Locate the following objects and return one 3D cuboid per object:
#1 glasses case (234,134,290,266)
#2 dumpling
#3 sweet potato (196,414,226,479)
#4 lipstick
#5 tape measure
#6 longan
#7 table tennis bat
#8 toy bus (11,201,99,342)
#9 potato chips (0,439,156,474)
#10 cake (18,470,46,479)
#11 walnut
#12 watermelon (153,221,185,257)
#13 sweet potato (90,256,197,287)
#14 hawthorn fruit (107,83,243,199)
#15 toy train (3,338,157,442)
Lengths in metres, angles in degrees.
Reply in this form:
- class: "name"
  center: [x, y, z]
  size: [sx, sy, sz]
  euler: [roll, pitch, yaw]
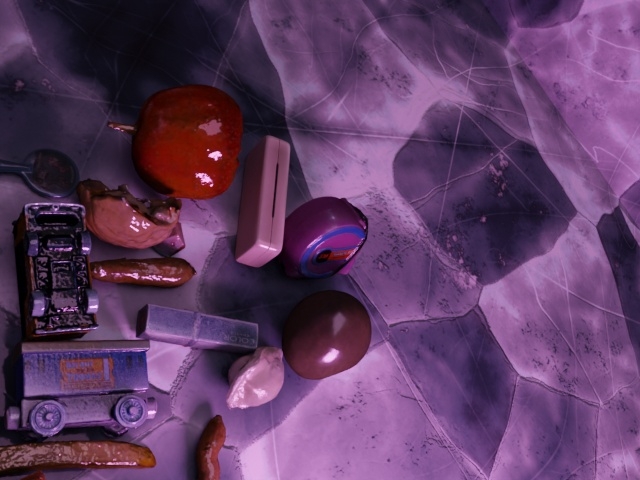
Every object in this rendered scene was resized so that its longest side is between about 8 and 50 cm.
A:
- class: "glasses case"
  center: [-0.152, -0.105, 1.832]
  size: [0.076, 0.144, 0.336]
  euler: [17, 62, -26]
- class: "dumpling"
  center: [-0.152, 0.317, 1.649]
  size: [0.199, 0.118, 0.136]
  euler: [-30, 130, -53]
- class: "sweet potato"
  center: [-0.251, 0.497, 1.550]
  size: [0.065, 0.051, 0.218]
  euler: [22, 58, -28]
- class: "lipstick"
  center: [-0.284, 0.214, 1.639]
  size: [0.290, 0.076, 0.077]
  euler: [15, 61, -28]
- class: "tape measure"
  center: [0.000, 0.000, 1.835]
  size: [0.231, 0.245, 0.149]
  euler: [-3, 46, -38]
- class: "longan"
  center: [0.022, 0.239, 1.749]
  size: [0.246, 0.246, 0.215]
  euler: [9, 31, -31]
- class: "table tennis bat"
  center: [-0.655, -0.159, 1.587]
  size: [0.201, 0.033, 0.124]
  euler: [6, 64, -37]
- class: "toy bus"
  center: [-0.563, 0.070, 1.459]
  size: [0.138, 0.167, 0.275]
  euler: [-1, 73, -35]
- class: "potato chips"
  center: [-0.516, 0.434, 1.385]
  size: [0.407, 0.080, 0.057]
  euler: [7, 55, -32]
- class: "cake"
  center: [-0.612, 0.488, 1.244]
  size: [0.262, 0.158, 0.159]
  euler: [19, 56, -25]
- class: "walnut"
  center: [-0.447, -0.053, 1.578]
  size: [0.238, 0.204, 0.141]
  euler: [14, 97, -6]
- class: "watermelon"
  center: [-0.371, -0.011, 1.688]
  size: [0.092, 0.072, 0.084]
  euler: [-11, 61, -35]
- class: "sweet potato"
  center: [-0.420, 0.071, 1.608]
  size: [0.273, 0.075, 0.075]
  euler: [5, 67, -38]
- class: "hawthorn fruit"
  center: [-0.352, -0.249, 1.691]
  size: [0.330, 0.287, 0.287]
  euler: [8, 65, -24]
- class: "toy train"
  center: [-0.488, 0.303, 1.427]
  size: [0.300, 0.131, 0.202]
  euler: [5, 65, -33]
